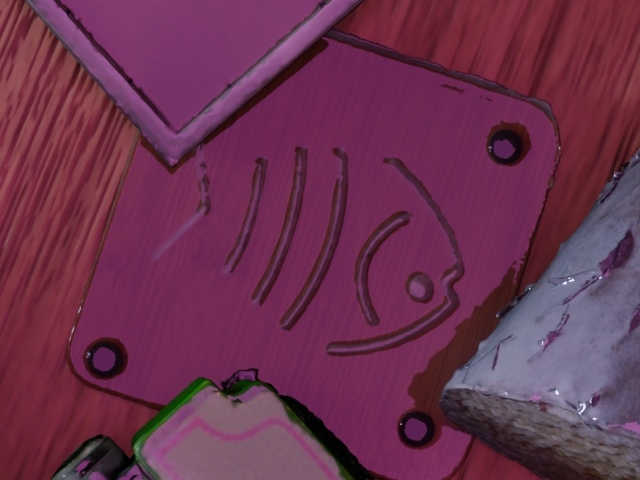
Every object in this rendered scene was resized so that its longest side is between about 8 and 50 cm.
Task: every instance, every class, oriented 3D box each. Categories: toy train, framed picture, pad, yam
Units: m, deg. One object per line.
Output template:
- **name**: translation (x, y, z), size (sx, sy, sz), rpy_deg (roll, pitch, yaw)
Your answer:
- **toy train**: translation (-0.048, 0.199, 1.066), size (0.188, 0.132, 0.243), rpy_deg (-43, 92, -8)
- **framed picture**: translation (-0.107, -0.217, 1.111), size (0.217, 0.017, 0.274), rpy_deg (-39, 98, 2)
- **pad**: translation (0.000, 0.000, 1.152), size (0.284, 0.018, 0.286), rpy_deg (18, 84, -3)
- **yam**: translation (0.270, 0.030, 1.078), size (0.241, 0.241, 0.348), rpy_deg (38, 80, 0)
